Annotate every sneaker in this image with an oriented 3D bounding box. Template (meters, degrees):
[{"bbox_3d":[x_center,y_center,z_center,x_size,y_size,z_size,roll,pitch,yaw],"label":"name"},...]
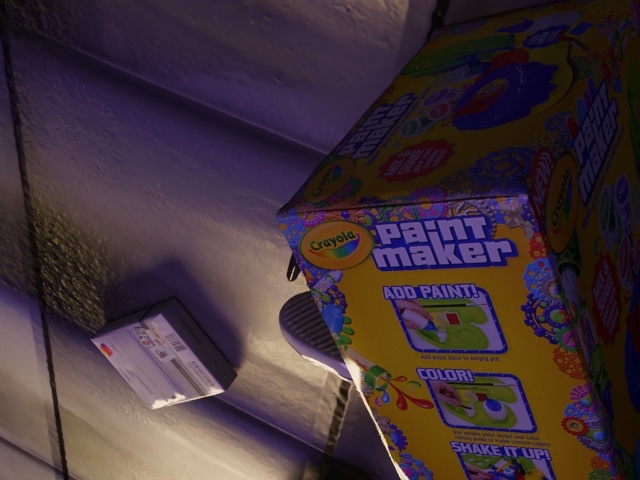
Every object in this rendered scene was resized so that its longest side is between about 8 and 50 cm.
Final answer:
[{"bbox_3d":[0.077,0.168,0.988,0.282,0.102,0.161,23,138,16],"label":"sneaker"}]

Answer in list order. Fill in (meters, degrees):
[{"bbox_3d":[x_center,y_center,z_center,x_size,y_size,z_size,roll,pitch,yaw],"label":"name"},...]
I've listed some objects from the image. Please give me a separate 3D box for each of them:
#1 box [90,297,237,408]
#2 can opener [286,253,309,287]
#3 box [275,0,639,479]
[{"bbox_3d":[-0.224,0.165,1.230,0.186,0.038,0.145,-22,111,42],"label":"box"},{"bbox_3d":[0.000,0.000,0.927,0.059,0.073,0.186,31,147,-4],"label":"can opener"},{"bbox_3d":[0.152,0.008,0.659,0.177,0.290,0.279,-4,124,36],"label":"box"}]
